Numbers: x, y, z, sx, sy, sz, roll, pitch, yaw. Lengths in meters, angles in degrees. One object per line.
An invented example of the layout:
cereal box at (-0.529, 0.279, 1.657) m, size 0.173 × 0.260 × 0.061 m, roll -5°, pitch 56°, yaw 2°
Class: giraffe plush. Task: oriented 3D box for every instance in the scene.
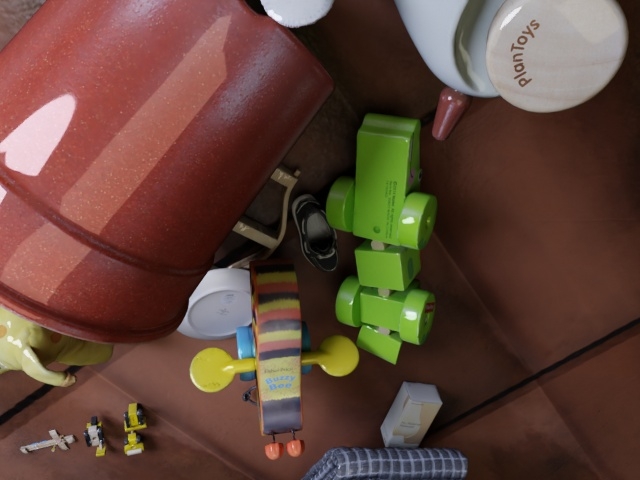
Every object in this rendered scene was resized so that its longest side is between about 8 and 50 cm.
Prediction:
giraffe plush at (-0.310, 0.046, 0.554) m, size 0.181 × 0.210 × 0.171 m, roll 17°, pitch 88°, yaw -13°

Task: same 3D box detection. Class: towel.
towel at (0.084, 0.432, 0.830) m, size 0.235 × 0.121 × 0.284 m, roll 8°, pitch 136°, yaw -21°

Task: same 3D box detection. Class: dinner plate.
dinner plate at (-0.128, 0.091, 0.657) m, size 0.141 × 0.017 × 0.141 m, roll -11°, pitch 134°, yaw -12°

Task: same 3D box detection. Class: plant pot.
plant pot at (-0.147, -0.103, 0.430) m, size 0.272 × 0.272 × 0.265 m, roll 38°, pitch 102°, yaw -25°

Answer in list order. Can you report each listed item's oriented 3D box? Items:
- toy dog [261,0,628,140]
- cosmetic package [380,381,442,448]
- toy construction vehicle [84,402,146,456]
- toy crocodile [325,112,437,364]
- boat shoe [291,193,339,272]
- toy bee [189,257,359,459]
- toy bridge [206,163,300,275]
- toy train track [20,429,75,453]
toy dog at (0.051, -0.194, 0.376) m, size 0.333 × 0.220 × 0.161 m, roll 43°, pitch 129°, yaw 7°
cosmetic package at (0.147, 0.287, 0.817) m, size 0.060 × 0.041 × 0.115 m, roll 9°, pitch 119°, yaw -14°
toy construction vehicle at (-0.310, 0.290, 0.767) m, size 0.085 × 0.035 × 0.098 m, roll -8°, pitch 125°, yaw -16°
toy crocodile at (0.084, 0.015, 0.612) m, size 0.115 × 0.105 × 0.341 m, roll 10°, pitch 120°, yaw 28°
boat shoe at (0.000, 0.000, 0.617) m, size 0.046 × 0.038 × 0.125 m, roll -25°, pitch 131°, yaw -10°
toy bee at (-0.043, 0.176, 0.633) m, size 0.195 × 0.162 × 0.298 m, roll -21°, pitch 130°, yaw 2°
toy bridge at (-0.079, -0.012, 0.615) m, size 0.063 × 0.026 × 0.188 m, roll 28°, pitch 113°, yaw -25°
toy train track at (-0.424, 0.319, 0.775) m, size 0.083 × 0.014 × 0.048 m, roll -13°, pitch 122°, yaw 1°
